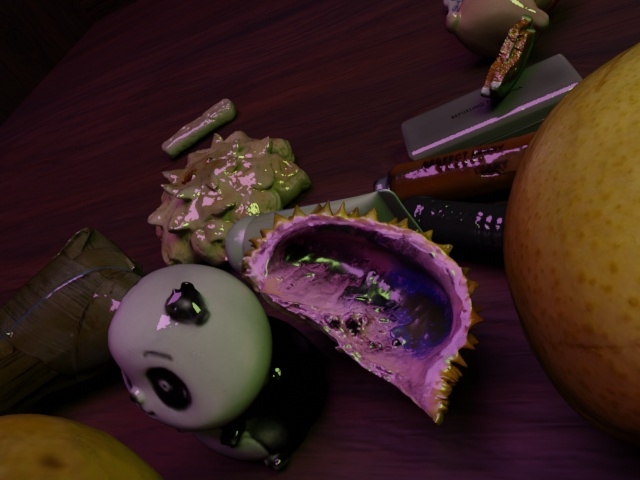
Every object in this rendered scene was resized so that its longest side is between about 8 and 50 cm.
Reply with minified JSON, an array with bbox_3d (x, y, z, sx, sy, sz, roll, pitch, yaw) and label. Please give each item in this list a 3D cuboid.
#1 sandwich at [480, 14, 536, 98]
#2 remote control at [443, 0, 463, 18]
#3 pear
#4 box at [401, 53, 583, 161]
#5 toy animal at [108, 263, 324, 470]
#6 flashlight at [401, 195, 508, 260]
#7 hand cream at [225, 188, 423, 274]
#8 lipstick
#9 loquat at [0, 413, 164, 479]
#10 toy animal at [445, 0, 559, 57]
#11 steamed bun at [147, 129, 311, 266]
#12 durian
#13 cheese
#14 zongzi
[{"bbox_3d":[0.255,-0.240,0.725,0.029,0.067,0.135,26,77,24],"label":"sandwich"},{"bbox_3d":[0.276,-0.451,1.043,0.074,0.032,0.122,-16,43,22],"label":"remote control"},{"bbox_3d":[0.277,0.004,0.363,0.314,0.314,0.314,-20,41,19],"label":"pear"},{"bbox_3d":[0.238,-0.174,0.767,0.244,0.055,0.103,-21,41,17],"label":"box"},{"bbox_3d":[-0.116,0.128,0.583,0.187,0.235,0.165,3,58,38],"label":"toy animal"},{"bbox_3d":[0.191,-0.013,0.616,0.232,0.093,0.093,13,58,47],"label":"flashlight"},{"bbox_3d":[0.000,0.000,0.713,0.306,0.147,0.093,-7,46,40],"label":"hand cream"},{"bbox_3d":[0.262,-0.099,0.659,0.418,0.077,0.077,-11,44,29],"label":"lipstick"},{"bbox_3d":[-0.274,0.326,0.450,0.359,0.328,0.328,118,167,-47],"label":"loquat"},{"bbox_3d":[0.306,-0.397,0.869,0.171,0.171,0.197,6,58,40],"label":"toy animal"},{"bbox_3d":[-0.169,-0.094,0.924,0.295,0.137,0.292,-15,40,27],"label":"steamed bun"},{"bbox_3d":[0.045,0.061,0.573,0.260,0.186,0.154,35,71,18],"label":"durian"},{"bbox_3d":[-0.279,-0.258,1.243,0.194,0.043,0.065,-35,40,2],"label":"cheese"},{"bbox_3d":[-0.346,0.172,0.775,0.360,0.160,0.323,25,73,41],"label":"zongzi"}]
